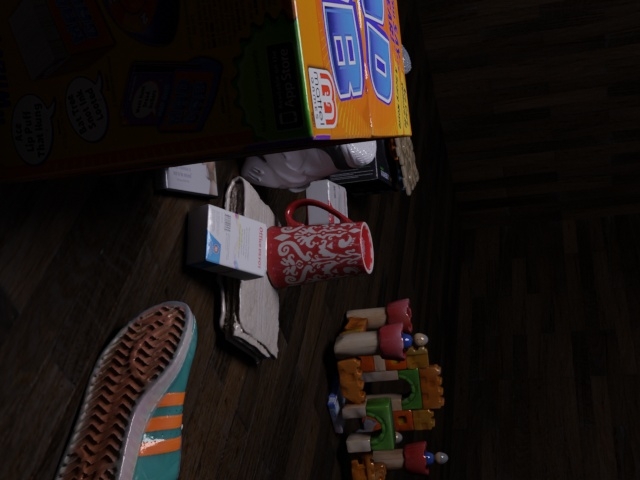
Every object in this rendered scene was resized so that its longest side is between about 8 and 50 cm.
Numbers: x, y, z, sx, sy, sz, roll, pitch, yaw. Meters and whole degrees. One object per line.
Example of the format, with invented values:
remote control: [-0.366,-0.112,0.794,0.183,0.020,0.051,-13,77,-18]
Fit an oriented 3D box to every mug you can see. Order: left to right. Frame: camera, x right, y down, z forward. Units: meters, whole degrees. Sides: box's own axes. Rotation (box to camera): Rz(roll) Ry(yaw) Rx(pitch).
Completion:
mug: [-0.002,0.004,1.420,0.113,0.169,0.150,-37,120,-71]

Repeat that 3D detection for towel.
towel: [-0.118,0.056,1.396,0.187,0.049,0.283,55,33,-61]

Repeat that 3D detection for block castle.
block castle: [0.178,0.385,1.908,0.303,0.212,0.454,-46,129,-76]

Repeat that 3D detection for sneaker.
sneaker: [-0.212,0.217,0.959,0.121,0.108,0.302,67,32,-46]
sneaker: [-0.094,-0.212,1.392,0.365,0.210,0.137,36,43,-29]

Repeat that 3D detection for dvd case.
dvd case: [-0.206,-0.192,1.227,0.180,0.022,0.253,2,83,-72]

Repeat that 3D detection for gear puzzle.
gear puzzle: [0.182,-0.285,2.040,0.175,0.044,0.339,-54,132,-64]

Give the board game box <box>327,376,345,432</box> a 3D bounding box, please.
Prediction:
board game box: [0.041,0.371,1.848,0.090,0.020,0.090,-69,149,-56]

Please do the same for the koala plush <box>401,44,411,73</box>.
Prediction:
koala plush: [0.044,-0.417,1.804,0.221,0.196,0.203,45,-3,-33]

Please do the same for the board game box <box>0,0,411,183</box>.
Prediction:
board game box: [-0.130,-0.268,0.904,0.356,0.356,0.357,-21,105,-68]

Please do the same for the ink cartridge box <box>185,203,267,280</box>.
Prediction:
ink cartridge box: [-0.142,0.006,1.250,0.122,0.052,0.089,19,64,-44]

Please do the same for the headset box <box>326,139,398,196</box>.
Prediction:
headset box: [0.100,-0.268,2.047,0.246,0.131,0.283,15,69,-72]

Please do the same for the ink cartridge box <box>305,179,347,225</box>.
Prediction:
ink cartridge box: [0.015,-0.077,1.840,0.135,0.056,0.099,15,71,-71]
